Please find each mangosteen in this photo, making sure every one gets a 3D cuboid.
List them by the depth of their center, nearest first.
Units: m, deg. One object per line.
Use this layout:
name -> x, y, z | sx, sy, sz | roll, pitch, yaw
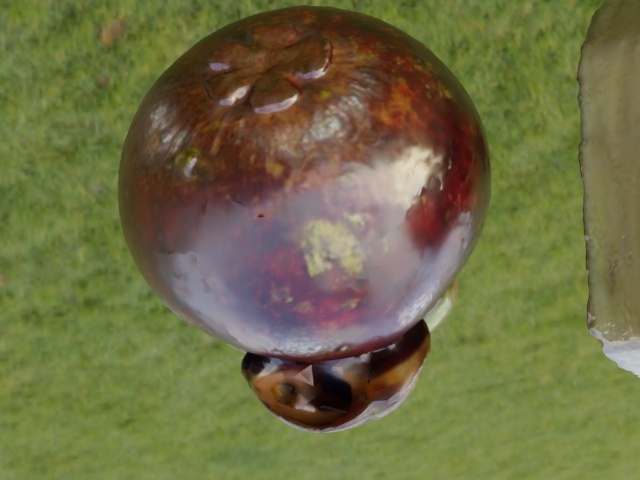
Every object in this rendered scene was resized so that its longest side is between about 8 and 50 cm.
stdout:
mangosteen -> -0.010, -0.006, 0.494 | 0.146, 0.156, 0.181 | 21, 147, 8

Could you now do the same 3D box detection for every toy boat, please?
toy boat -> 0.145, -0.034, 0.437 | 0.061, 0.188, 0.116 | -13, 154, 40
